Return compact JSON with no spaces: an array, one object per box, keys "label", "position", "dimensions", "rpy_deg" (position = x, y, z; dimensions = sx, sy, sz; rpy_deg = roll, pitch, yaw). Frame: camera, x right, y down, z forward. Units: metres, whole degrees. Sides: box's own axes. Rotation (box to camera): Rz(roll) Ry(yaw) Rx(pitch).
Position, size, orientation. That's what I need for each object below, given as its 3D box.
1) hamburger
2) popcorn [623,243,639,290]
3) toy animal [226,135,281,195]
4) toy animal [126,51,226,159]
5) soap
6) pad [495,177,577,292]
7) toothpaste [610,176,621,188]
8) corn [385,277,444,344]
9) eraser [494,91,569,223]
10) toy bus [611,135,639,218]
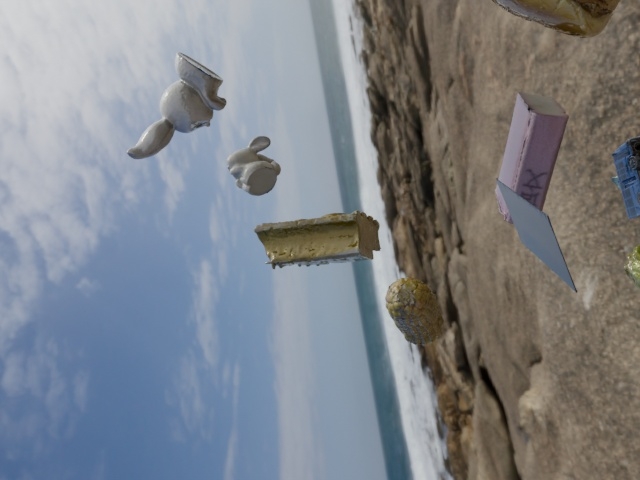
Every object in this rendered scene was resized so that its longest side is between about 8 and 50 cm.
[{"label":"hamburger","position":[0.551,-0.602,1.333],"dimensions":[0.284,0.304,0.174],"rpy_deg":[-48,-19,-59]},{"label":"popcorn","position":[0.950,0.092,1.491],"dimensions":[0.251,0.206,0.237],"rpy_deg":[61,-160,20]},{"label":"toy animal","position":[-0.229,-0.256,1.970],"dimensions":[0.127,0.178,0.193],"rpy_deg":[72,172,-45]},{"label":"toy animal","position":[-0.265,-0.226,1.060],"dimensions":[0.131,0.221,0.104],"rpy_deg":[27,-170,-32]},{"label":"soap","position":[0.000,0.000,1.801],"dimensions":[0.304,0.338,0.169],"rpy_deg":[15,-111,-71]},{"label":"pad","position":[0.495,-0.022,1.305],"dimensions":[0.202,0.005,0.300],"rpy_deg":[61,-173,-20]},{"label":"toothpaste","position":[1.096,-0.219,1.921],"dimensions":[0.056,0.036,0.205],"rpy_deg":[49,156,-10]},{"label":"corn","position":[0.175,0.133,1.054],"dimensions":[0.292,0.101,0.101],"rpy_deg":[45,-146,-66]},{"label":"eraser","position":[0.666,-0.264,1.800],"dimensions":[0.272,0.122,0.359],"rpy_deg":[-69,-13,-62]},{"label":"toy bus","position":[0.975,-0.190,1.695],"dimensions":[0.133,0.116,0.234],"rpy_deg":[92,169,-82]}]
